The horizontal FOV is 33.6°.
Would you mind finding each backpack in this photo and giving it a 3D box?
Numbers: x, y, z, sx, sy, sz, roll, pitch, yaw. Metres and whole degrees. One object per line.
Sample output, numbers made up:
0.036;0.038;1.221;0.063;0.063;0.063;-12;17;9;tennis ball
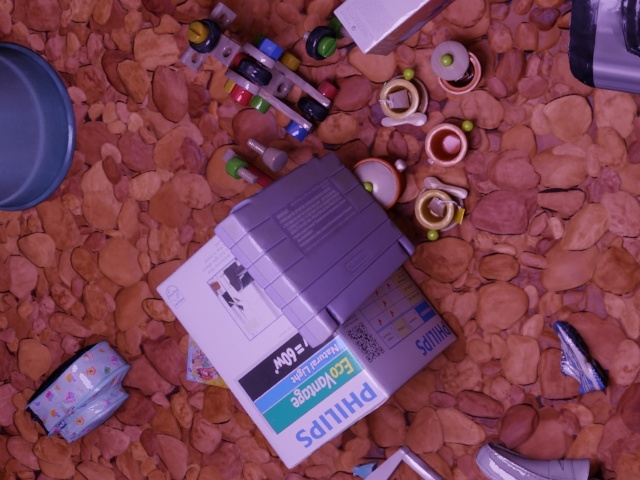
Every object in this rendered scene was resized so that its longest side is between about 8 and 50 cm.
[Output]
-0.456;0.290;2.059;0.144;0.166;0.188;43;114;8;backpack

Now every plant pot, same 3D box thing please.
-0.694;-0.206;1.984;0.341;0.334;0.341;3;98;20;plant pot

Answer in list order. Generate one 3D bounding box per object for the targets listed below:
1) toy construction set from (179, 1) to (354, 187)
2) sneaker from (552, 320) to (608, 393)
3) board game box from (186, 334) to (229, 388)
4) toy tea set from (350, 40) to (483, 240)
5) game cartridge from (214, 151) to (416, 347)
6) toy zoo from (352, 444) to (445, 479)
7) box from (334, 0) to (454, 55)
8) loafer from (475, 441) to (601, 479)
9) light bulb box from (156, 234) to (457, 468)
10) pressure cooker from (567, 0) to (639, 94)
-0.129;-0.265;1.846;0.237;0.257;0.309;34;120;31;toy construction set
0.421;0.199;1.771;0.058;0.052;0.135;-34;85;26;sneaker
-0.179;0.227;2.018;0.154;0.026;0.104;8;101;20;board game box
0.160;-0.172;1.772;0.200;0.124;0.336;15;103;18;toy tea set
0.000;0.000;1.612;0.230;0.355;0.068;46;121;4;game cartridge
0.173;0.507;1.915;0.293;0.030;0.192;39;111;17;toy zoo
0.130;-0.392;1.747;0.170;0.130;0.091;-37;84;22;box
0.418;0.409;1.779;0.319;0.112;0.112;24;101;8;loafer
-0.010;0.122;1.758;0.225;0.358;0.361;-40;82;26;light bulb box
0.579;-0.368;1.454;0.420;0.370;0.376;12;78;18;pressure cooker
